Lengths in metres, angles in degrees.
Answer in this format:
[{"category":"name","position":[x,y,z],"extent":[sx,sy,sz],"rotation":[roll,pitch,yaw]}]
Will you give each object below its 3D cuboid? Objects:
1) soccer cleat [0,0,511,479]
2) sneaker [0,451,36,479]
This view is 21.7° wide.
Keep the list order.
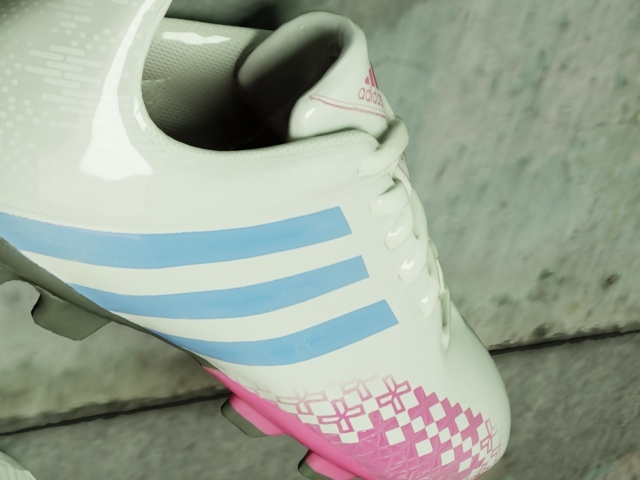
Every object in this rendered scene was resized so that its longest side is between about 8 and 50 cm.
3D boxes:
[{"category":"soccer cleat","position":[0.000,0.000,0.631],"extent":[0.143,0.116,0.331],"rotation":[-45,136,14]},{"category":"sneaker","position":[-0.231,0.215,0.630],"extent":[0.182,0.127,0.315],"rotation":[-51,172,33]}]
